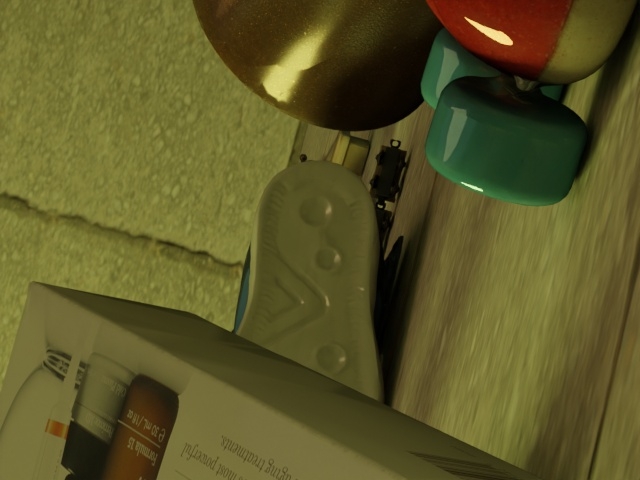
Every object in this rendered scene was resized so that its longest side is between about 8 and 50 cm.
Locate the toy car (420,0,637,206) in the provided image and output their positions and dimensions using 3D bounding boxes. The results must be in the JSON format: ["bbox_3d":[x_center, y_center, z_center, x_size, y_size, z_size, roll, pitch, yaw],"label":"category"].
[{"bbox_3d":[0.033,-0.167,0.934,0.210,0.238,0.219,-85,12,-70],"label":"toy car"}]

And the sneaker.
[{"bbox_3d":[-0.017,0.123,1.462,0.236,0.130,0.323,92,-174,-64],"label":"sneaker"}]

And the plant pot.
[{"bbox_3d":[0.049,-0.228,1.427,0.230,0.215,0.215,-45,26,51],"label":"plant pot"}]

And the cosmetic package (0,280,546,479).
[{"bbox_3d":[-0.054,0.190,0.789,0.377,0.097,0.284,18,95,61],"label":"cosmetic package"}]

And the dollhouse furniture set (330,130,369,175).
[{"bbox_3d":[-0.077,0.065,2.015,0.303,0.174,0.355,-92,17,-75],"label":"dollhouse furniture set"}]

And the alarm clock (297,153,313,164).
[{"bbox_3d":[0.000,0.000,1.874,0.129,0.064,0.192,-62,27,12],"label":"alarm clock"}]

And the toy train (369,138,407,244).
[{"bbox_3d":[0.045,-0.008,1.673,0.036,0.027,0.158,46,-122,-82],"label":"toy train"}]
